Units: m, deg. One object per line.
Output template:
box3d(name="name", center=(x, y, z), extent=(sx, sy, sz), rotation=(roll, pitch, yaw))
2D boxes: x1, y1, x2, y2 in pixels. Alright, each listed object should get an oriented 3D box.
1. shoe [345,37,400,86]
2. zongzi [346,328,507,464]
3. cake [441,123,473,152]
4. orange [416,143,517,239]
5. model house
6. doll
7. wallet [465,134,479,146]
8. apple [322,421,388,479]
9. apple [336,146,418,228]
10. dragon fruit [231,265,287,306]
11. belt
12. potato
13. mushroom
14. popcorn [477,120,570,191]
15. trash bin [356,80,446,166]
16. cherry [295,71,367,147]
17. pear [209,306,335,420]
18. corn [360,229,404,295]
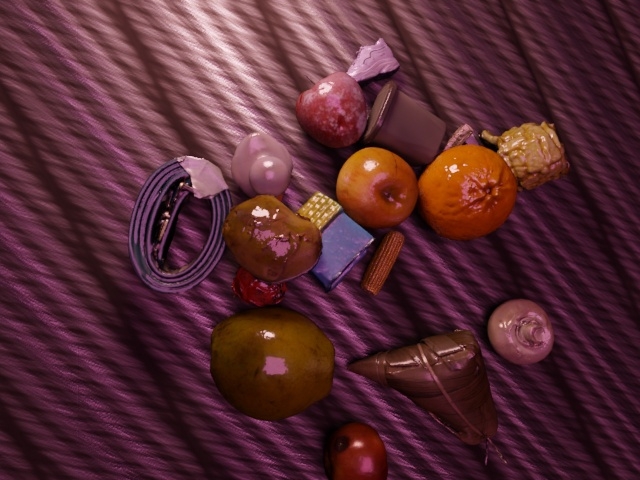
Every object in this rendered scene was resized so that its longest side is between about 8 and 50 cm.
box3d(name="shoe", center=(0.160, -0.635, 1.535), extent=(0.244, 0.095, 0.138), rotation=(-25, 90, -13))
box3d(name="zongzi", center=(0.386, 0.592, 1.557), extent=(0.466, 0.218, 0.501), rotation=(-16, 105, 15))
box3d(name="cake", center=(0.519, -0.380, 1.631), extent=(0.051, 0.055, 0.140), rotation=(39, 100, -9))
box3d(name="orange", center=(0.509, -0.165, 1.486), extent=(0.340, 0.293, 0.341), rotation=(-1, 95, -6))
box3d(name="model house", center=(0.000, 0.000, 1.440), extent=(0.303, 0.215, 0.237), rotation=(44, 83, 2))
box3d(name="doll", center=(-0.185, -0.235, 1.404), extent=(0.220, 0.221, 0.251), rotation=(-15, 91, -10))
box3d(name="wallet", center=(0.594, -0.365, 1.651), extent=(0.044, 0.011, 0.083), rotation=(-31, 95, -9))
box3d(name="apple", center=(0.117, 0.748, 1.451), extent=(0.229, 0.230, 0.230), rotation=(0, 89, -11))
box3d(name="apple", center=(0.194, -0.173, 1.443), extent=(0.285, 0.233, 0.286), rotation=(-7, 113, -18))
box3d(name="dragon fruit", center=(-0.197, 0.137, 1.416), extent=(0.209, 0.172, 0.173), rotation=(1, 89, 30))
box3d(name="belt", center=(-0.443, -0.050, 1.374), extent=(0.300, 0.173, 0.437), rotation=(16, 90, -19))
box3d(name="potato", center=(-0.158, -0.015, 1.276), extent=(0.299, 0.196, 0.247), rotation=(17, 68, 27))
box3d(name="mushroom", center=(0.753, 0.338, 1.582), extent=(0.245, 0.202, 0.246), rotation=(1, 79, -7))
box3d(name="popcorn", center=(0.764, -0.307, 1.567), extent=(0.236, 0.293, 0.293), rotation=(-27, 95, 20))
box3d(name="trash bin", center=(0.284, -0.389, 1.495), extent=(0.250, 0.219, 0.220), rotation=(23, 88, -16))
box3d(name="cherry", center=(0.036, -0.451, 1.447), extent=(0.236, 0.213, 0.285), rotation=(-38, 96, 25))
box3d(name="pear", center=(-0.157, 0.385, 1.352), extent=(0.412, 0.352, 0.352), rotation=(8, 88, -1))
box3d(name="corn", center=(0.224, 0.079, 1.543), extent=(0.081, 0.081, 0.249), rotation=(29, 85, -9))
